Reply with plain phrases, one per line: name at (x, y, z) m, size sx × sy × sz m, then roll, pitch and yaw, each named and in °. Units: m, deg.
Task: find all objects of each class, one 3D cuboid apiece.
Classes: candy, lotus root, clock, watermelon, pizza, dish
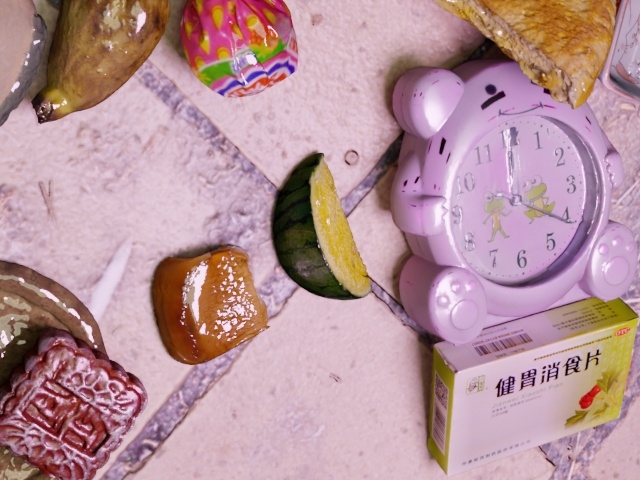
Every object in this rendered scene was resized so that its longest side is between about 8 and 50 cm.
candy at (-0.123, -0.325, 1.088) m, size 0.124 × 0.124 × 0.365 m, roll -20°, pitch 100°, yaw -17°
lotus root at (-0.226, -0.199, 1.071) m, size 0.108 × 0.094 × 0.191 m, roll 34°, pitch 101°, yaw 15°
clock at (0.221, -0.061, 1.263) m, size 0.295 × 0.113 × 0.322 m, roll -14°, pitch 105°, yaw -18°
watermelon at (-0.010, 0.003, 1.228) m, size 0.181 × 0.075 × 0.092 m, roll 67°, pitch 31°, yaw -21°
pizza at (0.200, -0.286, 1.205) m, size 0.287 × 0.075 × 0.280 m, roll 28°, pitch 49°, yaw 2°
dish at (0.391, -0.286, 1.294) m, size 0.154 × 0.064 × 0.234 m, roll 11°, pitch 96°, yaw -41°

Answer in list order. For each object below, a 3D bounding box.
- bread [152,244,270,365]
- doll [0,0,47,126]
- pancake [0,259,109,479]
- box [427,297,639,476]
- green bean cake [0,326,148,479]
bread at (-0.121, 0.072, 1.193) m, size 0.126 × 0.044 × 0.129 m, roll -20°, pitch 105°, yaw -18°
doll at (-0.397, -0.136, 0.929) m, size 0.247 × 0.247 × 0.349 m, roll 33°, pitch 92°, yaw -24°
pancake at (-0.359, 0.164, 1.122) m, size 0.288 × 0.033 × 0.286 m, roll -36°, pitch 113°, yaw -11°
box at (0.263, 0.178, 1.329) m, size 0.260 × 0.062 × 0.175 m, roll -13°, pitch 127°, yaw -18°
green bean cake at (-0.266, 0.177, 1.114) m, size 0.135 × 0.056 × 0.136 m, roll 38°, pitch 86°, yaw -25°
